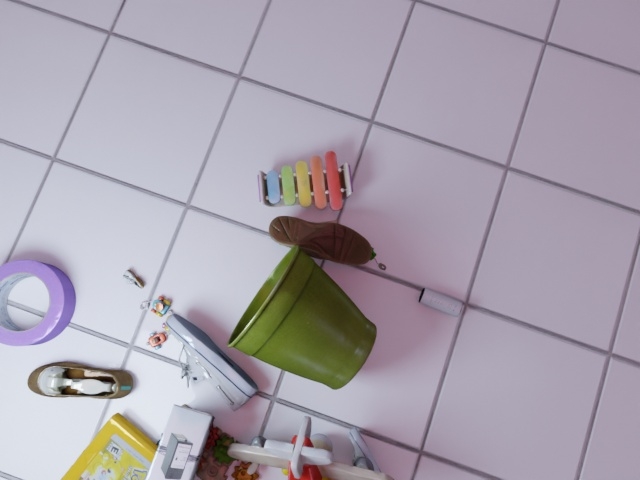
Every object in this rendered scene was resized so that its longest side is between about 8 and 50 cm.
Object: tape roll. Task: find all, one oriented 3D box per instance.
[{"bbox_3d":[-0.948,0.202,1.717,0.275,0.090,0.275,0,82,-1],"label":"tape roll"}]

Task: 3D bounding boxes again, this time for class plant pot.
[{"bbox_3d":[-0.032,0.259,1.612,0.353,0.366,0.366,35,82,-7],"label":"plant pot"}]

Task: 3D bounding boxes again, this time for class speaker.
[{"bbox_3d":[0.395,0.204,1.750,0.136,0.055,0.055,21,81,3],"label":"speaker"}]

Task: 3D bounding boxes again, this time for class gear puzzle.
[{"bbox_3d":[-0.349,0.681,1.670,0.339,0.044,0.175,33,82,4],"label":"gear puzzle"}]

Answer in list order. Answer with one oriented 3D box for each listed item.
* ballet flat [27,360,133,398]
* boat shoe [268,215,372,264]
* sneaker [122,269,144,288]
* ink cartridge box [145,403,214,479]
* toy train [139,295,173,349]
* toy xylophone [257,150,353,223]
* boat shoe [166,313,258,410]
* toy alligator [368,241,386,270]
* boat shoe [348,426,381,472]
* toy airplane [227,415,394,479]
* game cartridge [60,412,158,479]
[{"bbox_3d":[-0.768,0.446,1.662,0.342,0.124,0.116,7,81,1],"label":"ballet flat"},{"bbox_3d":[0.000,0.000,1.736,0.341,0.110,0.121,18,79,-1],"label":"boat shoe"},{"bbox_3d":[-0.621,0.135,1.764,0.083,0.032,0.037,42,96,10],"label":"sneaker"},{"bbox_3d":[-0.412,0.636,1.533,0.121,0.211,0.289,18,66,-3],"label":"ink cartridge box"},{"bbox_3d":[-0.532,0.266,1.733,0.125,0.046,0.166,-20,82,-4],"label":"toy train"},{"bbox_3d":[-0.045,-0.159,1.789,0.323,0.081,0.236,-14,82,-3],"label":"toy xylophone"},{"bbox_3d":[-0.379,0.402,1.681,0.367,0.136,0.156,44,86,-4],"label":"boat shoe"},{"bbox_3d":[0.152,0.027,1.780,0.190,0.056,0.051,39,42,5],"label":"toy alligator"},{"bbox_3d":[0.136,0.701,1.654,0.076,0.083,0.226,-29,83,-6],"label":"boat shoe"},{"bbox_3d":[-0.036,0.660,1.561,0.386,0.272,0.384,45,119,-6],"label":"toy airplane"},{"bbox_3d":[-0.603,0.747,1.639,0.324,0.052,0.285,38,89,5],"label":"game cartridge"}]
